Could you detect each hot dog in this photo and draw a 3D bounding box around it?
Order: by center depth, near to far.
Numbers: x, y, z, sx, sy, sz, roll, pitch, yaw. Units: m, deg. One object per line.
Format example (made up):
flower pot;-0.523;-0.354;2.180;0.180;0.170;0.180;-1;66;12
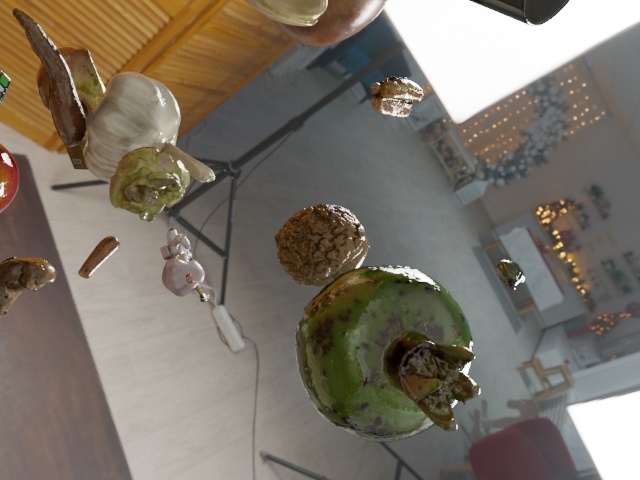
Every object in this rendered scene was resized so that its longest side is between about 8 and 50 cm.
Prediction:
hot dog;0.201;-0.386;1.329;0.072;0.109;0.270;48;27;15

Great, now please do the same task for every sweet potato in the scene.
sweet potato;-0.408;-0.245;0.763;0.050;0.050;0.214;-79;169;-54

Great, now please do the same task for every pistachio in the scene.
pistachio;-0.086;-0.492;0.976;0.201;0.117;0.145;30;58;-28

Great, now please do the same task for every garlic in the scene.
garlic;-0.273;-0.170;0.848;0.226;0.199;0.199;26;28;4

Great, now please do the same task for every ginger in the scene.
ginger;-0.799;0.137;1.221;0.133;0.309;0.107;54;0;40

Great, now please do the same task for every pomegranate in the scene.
pomegranate;0.081;0.128;0.565;0.211;0.211;0.263;58;-14;-3

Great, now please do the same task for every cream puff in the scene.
cream puff;0.000;0.000;0.835;0.165;0.150;0.115;-58;144;-50

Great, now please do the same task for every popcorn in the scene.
popcorn;-0.255;-0.085;0.725;0.089;0.109;0.096;-81;159;-57

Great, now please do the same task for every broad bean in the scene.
broad bean;0.394;0.069;1.033;0.195;0.046;0.061;1;66;-65

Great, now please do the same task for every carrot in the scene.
carrot;-0.385;0.028;0.861;0.032;0.032;0.093;48;41;-23

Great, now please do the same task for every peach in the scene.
peach;-0.833;-0.143;1.175;0.200;0.243;0.243;-1;60;-28

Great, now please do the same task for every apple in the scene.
apple;-0.610;-0.386;1.224;0.160;0.195;0.173;-2;62;-14
apple;0.010;-0.711;1.246;0.400;0.400;0.333;52;3;-15

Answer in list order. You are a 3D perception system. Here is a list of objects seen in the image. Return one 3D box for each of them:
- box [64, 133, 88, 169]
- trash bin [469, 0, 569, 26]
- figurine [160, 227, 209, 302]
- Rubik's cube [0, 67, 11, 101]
box;-0.750;-0.278;1.558;0.089;0.156;0.022;2;60;-8
trash bin;0.261;-0.505;0.812;0.334;0.214;0.214;43;16;30
figurine;-0.381;0.072;1.346;0.137;0.112;0.228;95;-25;-59
Rubik's cube;-0.647;-0.296;0.914;0.133;0.112;0.133;-31;127;-53
